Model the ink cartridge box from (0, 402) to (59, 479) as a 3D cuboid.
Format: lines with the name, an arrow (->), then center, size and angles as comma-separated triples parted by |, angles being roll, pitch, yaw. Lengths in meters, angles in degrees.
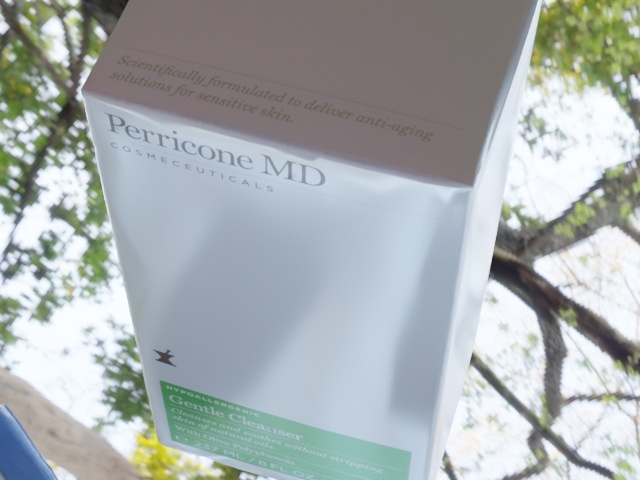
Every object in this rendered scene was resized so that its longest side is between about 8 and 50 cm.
ink cartridge box -> -0.088, 0.271, 0.287 | 0.395, 0.270, 0.151 | 52, -44, 13

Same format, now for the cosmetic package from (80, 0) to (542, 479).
cosmetic package -> 0.000, 0.000, 0.762 | 0.197, 0.365, 0.155 | 14, -123, 11
